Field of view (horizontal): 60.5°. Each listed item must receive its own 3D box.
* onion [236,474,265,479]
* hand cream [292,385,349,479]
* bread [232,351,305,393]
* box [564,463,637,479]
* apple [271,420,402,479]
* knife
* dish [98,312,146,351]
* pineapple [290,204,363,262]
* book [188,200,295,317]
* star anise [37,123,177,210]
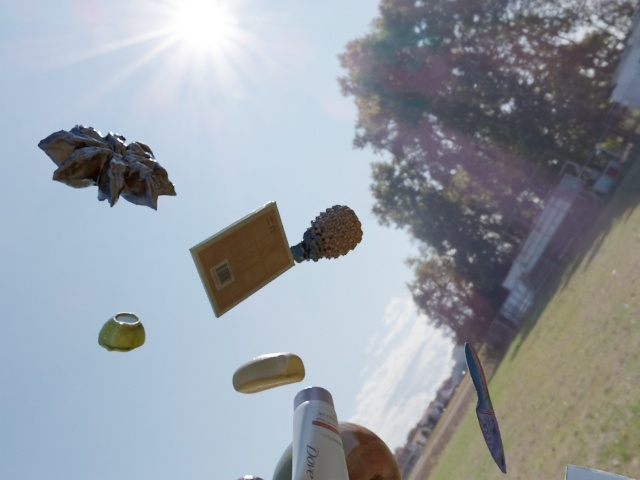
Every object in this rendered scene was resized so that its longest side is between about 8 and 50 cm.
[{"bbox_3d":[-0.134,0.513,1.069,0.107,0.107,0.097,-65,-8,15],"label":"onion"},{"bbox_3d":[-0.006,0.379,1.004,0.083,0.133,0.248,-53,22,19],"label":"hand cream"},{"bbox_3d":[-0.154,0.389,1.625,0.147,0.217,0.098,52,-154,-60],"label":"bread"},{"bbox_3d":[0.449,0.545,0.892,0.274,0.116,0.203,-65,-34,-36],"label":"box"},{"bbox_3d":[0.040,0.669,1.500,0.339,0.305,0.338,7,-101,-40],"label":"apple"},{"bbox_3d":[0.313,0.317,1.054,0.018,0.035,0.247,35,-139,-60],"label":"knife"},{"bbox_3d":[-0.638,0.286,1.780,0.207,0.149,0.080,-92,17,-77],"label":"dish"},{"bbox_3d":[0.002,0.001,2.291,0.357,0.223,0.222,-30,-33,-35],"label":"pineapple"},{"bbox_3d":[-0.163,0.037,1.204,0.242,0.018,0.170,-34,-62,-38],"label":"book"},{"bbox_3d":[-0.500,-0.183,1.317,0.117,0.332,0.332,-62,-18,19],"label":"star anise"}]
